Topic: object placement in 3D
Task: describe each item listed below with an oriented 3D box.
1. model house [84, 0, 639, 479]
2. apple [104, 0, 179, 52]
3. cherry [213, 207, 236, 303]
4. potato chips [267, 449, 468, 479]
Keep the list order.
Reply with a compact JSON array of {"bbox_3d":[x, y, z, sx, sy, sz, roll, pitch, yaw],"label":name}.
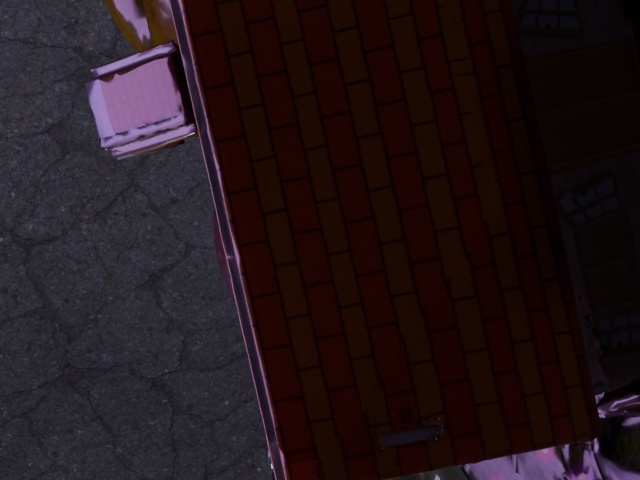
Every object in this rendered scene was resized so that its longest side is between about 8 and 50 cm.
[{"bbox_3d":[0.045,-0.034,0.468,0.207,0.154,0.294,-10,94,50],"label":"model house"},{"bbox_3d":[-0.005,-0.166,0.788,0.264,0.264,0.264,167,90,-87],"label":"apple"},{"bbox_3d":[0.000,0.000,1.534,0.236,0.213,0.285,34,159,38],"label":"cherry"},{"bbox_3d":[0.099,0.239,1.185,0.373,0.097,0.389,-34,71,52],"label":"potato chips"}]
